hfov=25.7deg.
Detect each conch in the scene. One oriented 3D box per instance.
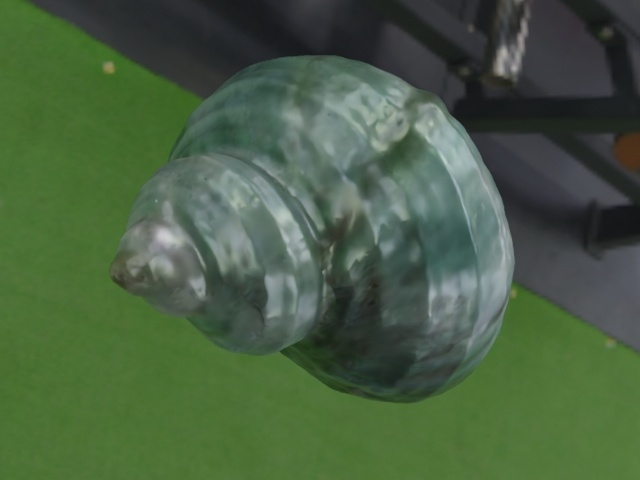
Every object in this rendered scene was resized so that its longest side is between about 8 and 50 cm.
[{"bbox_3d":[0.000,0.000,0.804,0.277,0.220,0.195,-6,59,-44],"label":"conch"}]
